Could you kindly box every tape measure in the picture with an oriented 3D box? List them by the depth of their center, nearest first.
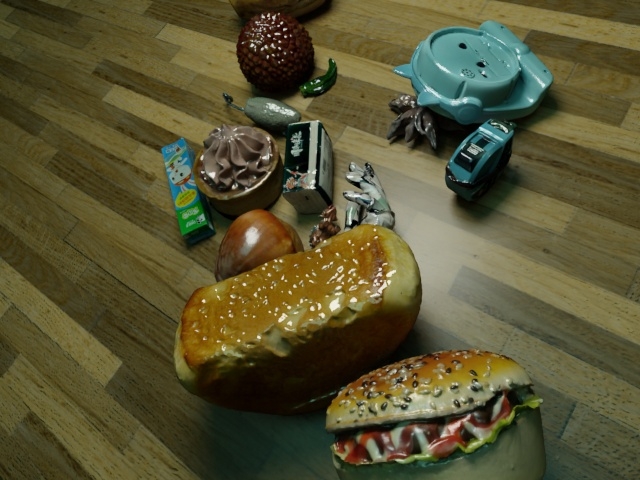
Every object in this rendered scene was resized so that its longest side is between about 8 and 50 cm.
[{"bbox_3d":[0.289,-0.138,0.874,0.146,0.125,0.081,-39,61,-18],"label":"tape measure"}]

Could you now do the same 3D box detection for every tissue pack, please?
[{"bbox_3d":[-0.024,-0.151,0.997,0.090,0.103,0.170,-6,63,20],"label":"tissue pack"}]

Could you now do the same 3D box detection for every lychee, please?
[{"bbox_3d":[-0.114,-0.453,1.134,0.188,0.188,0.188,-7,63,15],"label":"lychee"}]

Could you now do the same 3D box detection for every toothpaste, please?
[{"bbox_3d":[-0.306,-0.120,1.106,0.065,0.050,0.267,-24,60,3],"label":"toothpaste"}]

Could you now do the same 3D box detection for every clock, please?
[{"bbox_3d":[0.287,-0.327,0.934,0.274,0.094,0.224,-15,58,-20],"label":"clock"}]

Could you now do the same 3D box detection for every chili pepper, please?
[{"bbox_3d":[0.004,-0.385,1.144,0.055,0.035,0.118,43,87,13],"label":"chili pepper"}]

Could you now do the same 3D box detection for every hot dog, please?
[{"bbox_3d":[-0.020,0.147,0.782,0.405,0.223,0.185,-22,40,9],"label":"hot dog"}]

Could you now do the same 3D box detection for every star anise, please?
[{"bbox_3d":[0.224,-0.276,1.000,0.195,0.065,0.182,20,67,34],"label":"star anise"}]

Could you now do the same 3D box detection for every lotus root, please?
[{"bbox_3d":[-0.104,-0.653,1.230,0.290,0.193,0.193,-9,62,14],"label":"lotus root"}]

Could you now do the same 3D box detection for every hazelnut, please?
[{"bbox_3d":[-0.111,0.040,0.899,0.182,0.182,0.182,-7,63,15],"label":"hazelnut"}]

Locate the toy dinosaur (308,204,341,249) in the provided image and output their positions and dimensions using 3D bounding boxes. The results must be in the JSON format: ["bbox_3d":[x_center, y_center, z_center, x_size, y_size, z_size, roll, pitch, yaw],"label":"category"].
[{"bbox_3d":[0.000,0.000,0.944,0.055,0.049,0.154,12,78,59],"label":"toy dinosaur"}]

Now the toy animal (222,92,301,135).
[{"bbox_3d":[-0.154,-0.308,1.132,0.252,0.079,0.070,22,79,28],"label":"toy animal"}]

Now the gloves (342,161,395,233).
[{"bbox_3d":[0.090,-0.048,0.906,0.111,0.127,0.212,11,72,13],"label":"gloves"}]

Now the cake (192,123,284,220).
[{"bbox_3d":[-0.187,-0.160,1.016,0.207,0.178,0.185,-33,60,4],"label":"cake"}]

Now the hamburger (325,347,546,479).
[{"bbox_3d":[0.150,0.242,0.639,0.300,0.300,0.176,-17,76,10],"label":"hamburger"}]
